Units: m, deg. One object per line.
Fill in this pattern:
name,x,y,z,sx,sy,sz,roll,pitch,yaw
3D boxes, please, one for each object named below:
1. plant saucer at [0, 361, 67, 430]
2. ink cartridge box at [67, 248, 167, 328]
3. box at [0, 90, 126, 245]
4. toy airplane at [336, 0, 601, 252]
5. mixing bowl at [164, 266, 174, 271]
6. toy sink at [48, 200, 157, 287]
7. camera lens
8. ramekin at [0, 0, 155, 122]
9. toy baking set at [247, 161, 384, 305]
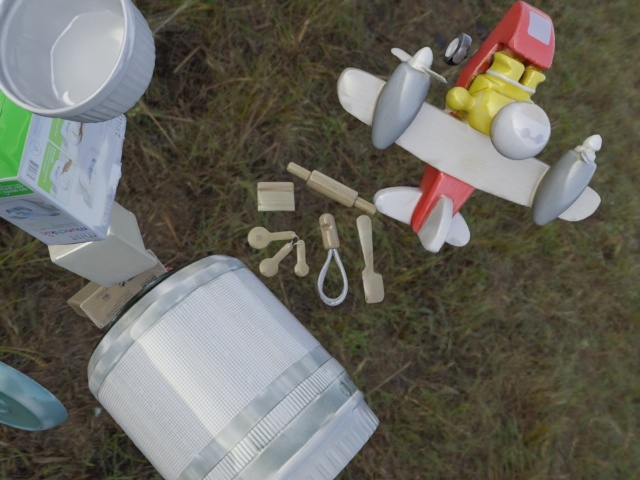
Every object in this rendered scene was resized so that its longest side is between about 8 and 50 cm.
plant saucer,-0.684,0.317,1.293,0.317,0.318,0.043,44,48,-25
ink cartridge box,-0.560,0.127,1.711,0.235,0.193,0.088,-44,109,-24
box,-0.450,-0.157,1.045,0.231,0.127,0.261,57,30,-63
toy airplane,0.255,-0.154,1.003,0.386,0.272,0.384,-22,104,-11
mixing bowl,-0.437,0.141,1.818,0.181,0.181,0.098,33,60,-32
toy sink,-0.521,-0.001,1.491,0.234,0.153,0.131,54,12,-66
camera lens,-0.099,0.169,0.693,0.274,0.219,0.219,45,44,11
ramekin,-0.324,-0.257,0.840,0.109,0.207,0.207,16,61,-76
toy baking set,0.002,-0.007,1.003,0.256,0.030,0.196,23,77,-4
